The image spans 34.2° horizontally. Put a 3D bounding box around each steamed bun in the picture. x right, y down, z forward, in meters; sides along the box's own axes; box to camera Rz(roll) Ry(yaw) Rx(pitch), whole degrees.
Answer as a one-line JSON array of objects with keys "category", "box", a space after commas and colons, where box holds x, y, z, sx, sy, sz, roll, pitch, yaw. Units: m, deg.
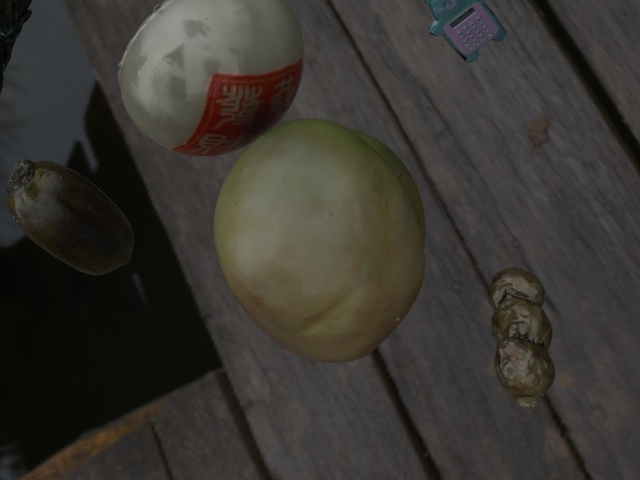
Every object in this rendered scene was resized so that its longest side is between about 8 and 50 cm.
[{"category": "steamed bun", "box": [-0.180, -0.301, 1.941, 0.374, 0.374, 0.241, -45, 76, 19]}]

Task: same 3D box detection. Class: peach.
[{"category": "peach", "box": [0.001, 0.000, 1.239, 0.247, 0.292, 0.292, 4, 83, 4]}]

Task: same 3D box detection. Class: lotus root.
[{"category": "lotus root", "box": [-0.376, -0.031, 1.581, 0.123, 0.241, 0.124, 25, 77, 37]}]

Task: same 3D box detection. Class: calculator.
[{"category": "calculator", "box": [0.192, -0.296, 1.391, 0.094, 0.141, 0.019, -36, 45, 16]}]

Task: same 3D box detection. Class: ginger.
[{"category": "ginger", "box": [0.266, 0.119, 1.386, 0.080, 0.104, 0.204, -20, 36, 23]}]

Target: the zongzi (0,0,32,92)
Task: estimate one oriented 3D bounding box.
[{"category": "zongzi", "box": [-0.483, -0.177, 1.316, 0.319, 0.383, 0.362, -32, 101, 34]}]
